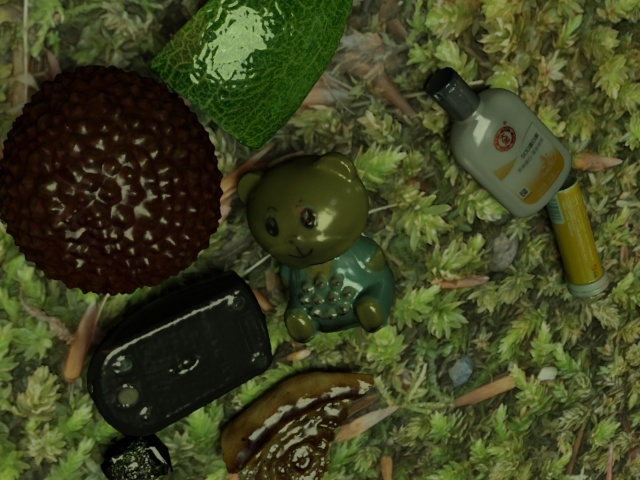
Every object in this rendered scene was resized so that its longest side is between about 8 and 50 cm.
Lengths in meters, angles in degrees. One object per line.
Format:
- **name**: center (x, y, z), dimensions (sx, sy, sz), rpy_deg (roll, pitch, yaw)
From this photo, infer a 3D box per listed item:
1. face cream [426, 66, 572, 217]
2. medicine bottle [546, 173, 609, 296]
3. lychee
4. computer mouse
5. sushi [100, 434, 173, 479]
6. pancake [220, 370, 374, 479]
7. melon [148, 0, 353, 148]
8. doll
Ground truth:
- **face cream**: center (0.276, -0.162, 1.286), dimensions (0.291, 0.071, 0.144), rpy_deg (39, 90, -29)
- **medicine bottle**: center (0.439, -0.008, 1.414), dimensions (0.074, 0.074, 0.218), rpy_deg (-30, 117, -11)
- **lychee**: center (-0.255, -0.068, 0.984), dimensions (0.276, 0.304, 0.275), rpy_deg (0, 88, 4)
- **computer mouse**: center (-0.205, 0.159, 1.178), dimensions (0.269, 0.100, 0.170), rpy_deg (-25, 120, -18)
- **sushi**: center (-0.283, 0.329, 1.235), dimensions (0.083, 0.056, 0.084), rpy_deg (-34, 120, 0)
- **pancake**: center (-0.049, 0.306, 1.325), dimensions (0.212, 0.056, 0.257), rpy_deg (18, 101, -28)
- **melon**: center (-0.057, -0.294, 1.063), dimensions (0.196, 0.124, 0.323), rpy_deg (37, 93, -37)
- **doll**: center (0.000, 0.000, 1.172), dimensions (0.177, 0.161, 0.260), rpy_deg (-11, 121, 23)
